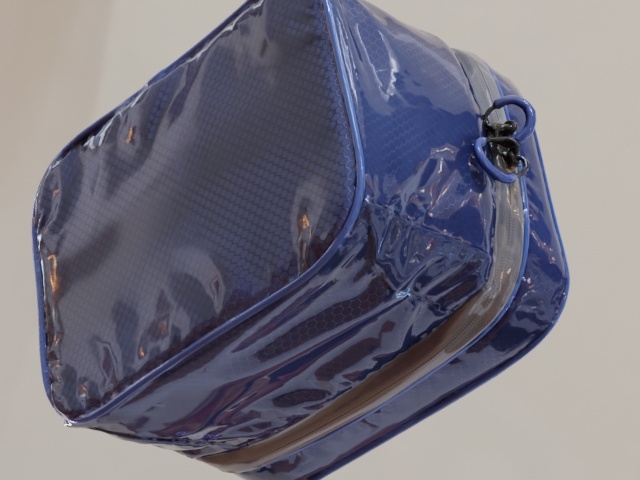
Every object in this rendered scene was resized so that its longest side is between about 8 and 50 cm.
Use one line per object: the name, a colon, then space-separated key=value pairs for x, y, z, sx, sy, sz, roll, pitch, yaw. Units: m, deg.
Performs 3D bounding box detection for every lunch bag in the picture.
lunch bag: x=0.000 y=0.000 z=0.369 sx=0.098 sy=0.065 sz=0.067 roll=-33 pitch=-130 yaw=33
